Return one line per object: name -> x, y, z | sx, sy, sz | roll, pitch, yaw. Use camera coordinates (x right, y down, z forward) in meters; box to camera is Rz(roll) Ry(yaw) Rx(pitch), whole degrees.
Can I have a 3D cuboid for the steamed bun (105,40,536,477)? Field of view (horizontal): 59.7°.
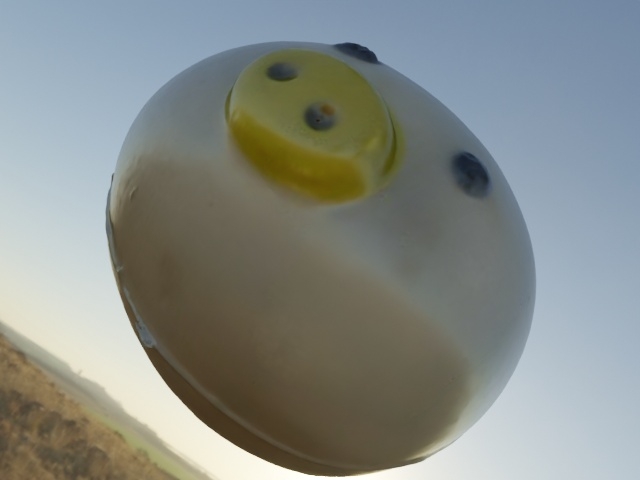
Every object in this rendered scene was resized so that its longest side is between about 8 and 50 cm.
steamed bun -> -0.003, 0.005, 0.474 | 0.374, 0.334, 0.334 | 56, -13, 28
